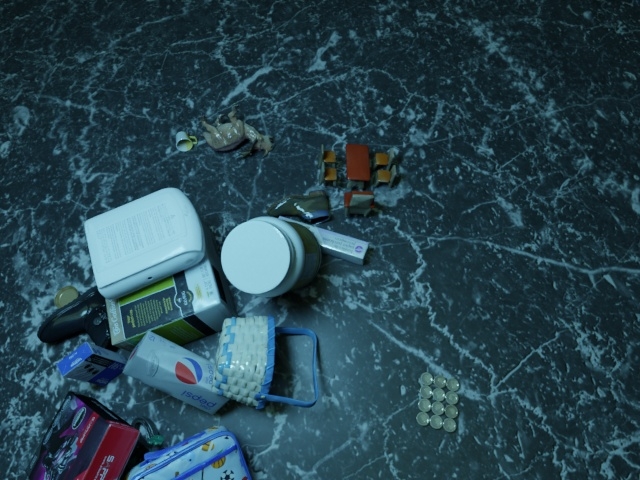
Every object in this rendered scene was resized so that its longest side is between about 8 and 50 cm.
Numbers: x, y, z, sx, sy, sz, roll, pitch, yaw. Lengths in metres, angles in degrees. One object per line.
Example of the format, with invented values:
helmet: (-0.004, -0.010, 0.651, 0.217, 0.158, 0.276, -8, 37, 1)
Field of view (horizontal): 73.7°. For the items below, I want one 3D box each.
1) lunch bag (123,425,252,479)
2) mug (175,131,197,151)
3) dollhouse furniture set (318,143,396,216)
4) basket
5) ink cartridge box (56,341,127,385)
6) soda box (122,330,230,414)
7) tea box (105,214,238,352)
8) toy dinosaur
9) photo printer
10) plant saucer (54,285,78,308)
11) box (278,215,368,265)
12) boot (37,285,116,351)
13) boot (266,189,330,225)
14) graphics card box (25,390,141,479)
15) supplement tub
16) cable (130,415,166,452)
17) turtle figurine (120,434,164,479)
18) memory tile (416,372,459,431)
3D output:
lunch bag: (-0.334, 0.627, 1.080, 0.303, 0.115, 0.243, -19, 92, -28)
mug: (-0.535, -0.392, 1.684, 0.062, 0.078, 0.064, -42, 54, 22)
dollhouse furniture set: (0.130, -0.224, 1.462, 0.262, 0.135, 0.259, 2, 65, -6)
basket: (-0.149, 0.338, 1.214, 0.288, 0.201, 0.255, 8, 35, -8)
ink cartridge box: (-0.659, 0.366, 1.254, 0.097, 0.207, 0.046, -38, 67, -12)
soda box: (-0.387, 0.372, 1.193, 0.286, 0.098, 0.091, 35, 27, -19)
tea box: (-0.470, 0.140, 1.334, 0.323, 0.220, 0.329, -20, 64, -5)
toy dinosaur: (-0.344, -0.391, 1.632, 0.295, 0.127, 0.200, -10, 100, 18)
photo printer: (-0.492, -0.004, 1.224, 0.307, 0.107, 0.256, -25, 63, -7)
plant saucer: (-0.864, 0.196, 1.459, 0.083, 0.015, 0.083, -2, 64, 4)
box: (0.000, 0.000, 1.439, 0.324, 0.067, 0.063, 17, 68, 14)
boot: (-0.745, 0.287, 1.361, 0.207, 0.094, 0.246, 39, 68, 24)
boot: (-0.072, -0.099, 1.482, 0.219, 0.082, 0.106, -18, 62, -5)
graphics card box: (-0.631, 0.557, 1.122, 0.371, 0.094, 0.233, -2, 59, 47)
supplement tub: (-0.137, 0.047, 1.265, 0.228, 0.316, 0.228, 0, 88, 13)
cable: (-0.436, 0.617, 1.217, 0.287, 0.072, 0.140, 21, 88, 27)
turtle figurine: (-0.495, 0.637, 1.132, 0.175, 0.118, 0.234, 11, 83, -17)
memory tile: (0.337, 0.461, 1.222, 0.113, 0.012, 0.148, 9, 66, 9)
